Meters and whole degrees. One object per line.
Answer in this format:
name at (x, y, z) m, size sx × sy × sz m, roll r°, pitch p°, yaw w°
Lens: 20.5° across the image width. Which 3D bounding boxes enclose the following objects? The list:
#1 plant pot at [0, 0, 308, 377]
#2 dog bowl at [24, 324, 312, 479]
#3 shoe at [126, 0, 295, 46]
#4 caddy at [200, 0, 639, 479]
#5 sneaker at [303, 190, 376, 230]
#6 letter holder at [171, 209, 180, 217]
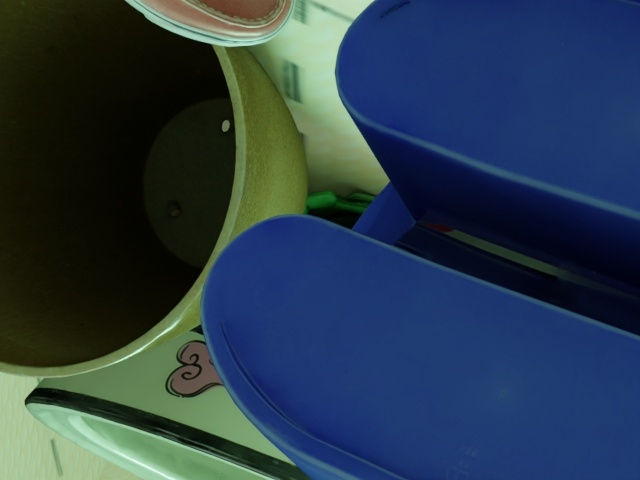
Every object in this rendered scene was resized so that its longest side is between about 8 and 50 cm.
plant pot at (-0.108, -0.042, 1.061) m, size 0.237 × 0.237 × 0.254 m, roll 23°, pitch -174°, yaw 18°
dog bowl at (-0.014, 0.142, 1.383) m, size 0.408 × 0.150 × 0.408 m, roll 21°, pitch 166°, yaw 6°
shoe at (-0.075, -0.141, 0.768) m, size 0.178 × 0.063 × 0.081 m, roll 34°, pitch 175°, yaw -24°
caddy at (0.125, 0.037, 0.683) m, size 0.341 × 0.241 × 0.179 m, roll 21°, pitch 164°, yaw 36°
sneaker at (0.000, 0.000, 1.374) m, size 0.295 × 0.109 × 0.123 m, roll 8°, pitch 154°, yaw 44°
letter holder at (-0.192, -0.043, 1.580) m, size 0.152 × 0.214 × 0.302 m, roll -9°, pitch 163°, yaw 11°
